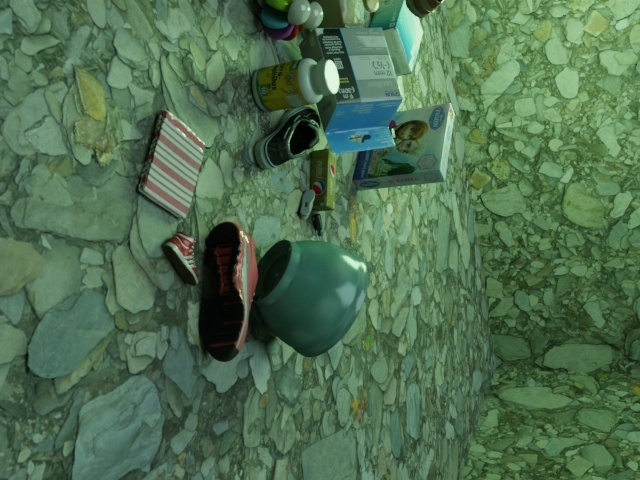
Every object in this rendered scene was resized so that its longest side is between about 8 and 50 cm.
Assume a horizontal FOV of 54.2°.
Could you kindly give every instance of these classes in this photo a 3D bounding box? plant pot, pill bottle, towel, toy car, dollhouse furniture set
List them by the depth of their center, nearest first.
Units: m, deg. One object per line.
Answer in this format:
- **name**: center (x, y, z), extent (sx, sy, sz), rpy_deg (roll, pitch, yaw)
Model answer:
- **towel**: center (-0.311, -0.157, 1.316), extent (0.144, 0.029, 0.196), rpy_deg (42, 53, -54)
- **plant pot**: center (-0.051, 0.116, 1.555), extent (0.196, 0.293, 0.292), rpy_deg (33, 54, -27)
- **pill bottle**: center (-0.063, -0.407, 1.628), extent (0.118, 0.209, 0.117), rpy_deg (12, 76, -62)
- **toy car**: center (-0.097, -0.609, 1.692), extent (0.136, 0.159, 0.182), rpy_deg (-61, 164, 21)
- **dollhouse furniture set**: center (0.161, -0.784, 1.981), extent (0.394, 0.362, 0.256), rpy_deg (-15, 101, -34)

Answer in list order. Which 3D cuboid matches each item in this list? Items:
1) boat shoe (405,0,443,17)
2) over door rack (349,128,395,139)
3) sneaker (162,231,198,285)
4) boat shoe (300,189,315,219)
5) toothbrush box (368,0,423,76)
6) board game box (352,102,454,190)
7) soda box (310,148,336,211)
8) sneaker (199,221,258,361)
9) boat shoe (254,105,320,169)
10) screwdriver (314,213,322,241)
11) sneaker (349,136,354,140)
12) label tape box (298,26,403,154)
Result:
- **boat shoe**: center (0.338, -0.809, 1.810), extent (0.123, 0.116, 0.324), rpy_deg (9, 87, -33)
- **over door rack**: center (0.096, -0.464, 2.013), extent (0.240, 0.108, 0.324), rpy_deg (-15, 85, -55)
- **sneaker**: center (-0.281, 0.036, 1.328), extent (0.067, 0.042, 0.118), rpy_deg (-60, 136, -43)
- **boat shoe**: center (-0.038, -0.104, 1.841), extent (0.035, 0.035, 0.100), rpy_deg (96, 4, -56)
- **toothbrush box**: center (0.303, -0.826, 2.492), extent (0.216, 0.126, 0.295), rpy_deg (58, 39, -42)
- **board game box**: center (0.296, -0.330, 2.208), extent (0.066, 0.318, 0.318), rpy_deg (54, 40, -46)
- **soda box**: center (0.008, -0.183, 1.903), extent (0.058, 0.061, 0.181), rpy_deg (23, 67, -60)
- **sneaker**: center (-0.185, 0.119, 1.428), extent (0.136, 0.116, 0.313), rpy_deg (26, 64, -61)
- **boat shoe**: center (-0.056, -0.283, 1.726), extent (0.335, 0.119, 0.121), rpy_deg (-56, 135, -51)
- **screwdriver**: center (0.000, 0.000, 1.912), extent (0.025, 0.024, 0.169), rpy_deg (-108, -170, -78)
- **sneaker**: center (0.080, -0.400, 2.087), extent (0.070, 0.051, 0.134), rpy_deg (19, 67, -60)
- **label tape box**: center (0.107, -0.443, 1.838), extent (0.249, 0.115, 0.347), rpy_deg (-13, 82, -33)
